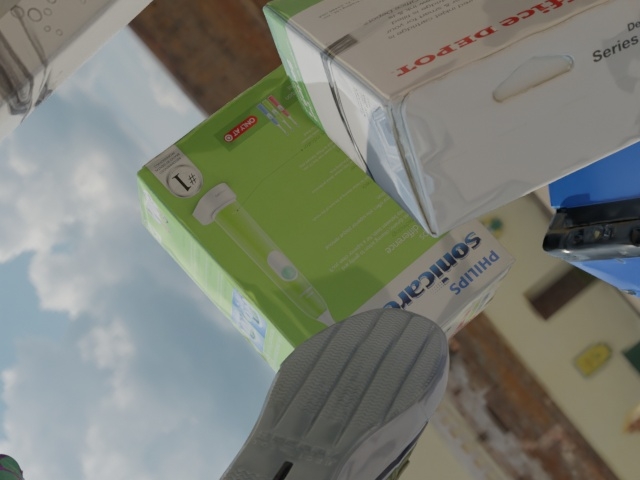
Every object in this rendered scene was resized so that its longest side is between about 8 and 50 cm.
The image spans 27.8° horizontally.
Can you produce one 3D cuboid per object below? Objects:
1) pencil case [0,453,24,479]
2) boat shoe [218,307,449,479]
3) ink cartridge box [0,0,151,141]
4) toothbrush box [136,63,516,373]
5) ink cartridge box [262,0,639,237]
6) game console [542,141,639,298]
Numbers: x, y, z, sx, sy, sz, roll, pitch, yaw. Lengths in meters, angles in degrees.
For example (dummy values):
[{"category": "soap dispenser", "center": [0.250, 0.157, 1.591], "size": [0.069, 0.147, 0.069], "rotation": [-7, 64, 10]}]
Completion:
[{"category": "pencil case", "center": [-0.362, 0.306, 1.501], "size": [0.070, 0.064, 0.152], "rotation": [1, -163, -27]}, {"category": "boat shoe", "center": [-0.001, 0.155, 0.880], "size": [0.109, 0.094, 0.302], "rotation": [18, -142, 22]}, {"category": "ink cartridge box", "center": [-0.163, -0.128, 0.446], "size": [0.207, 0.283, 0.117], "rotation": [46, 158, -11]}, {"category": "toothbrush box", "center": [0.000, 0.000, 1.183], "size": [0.283, 0.206, 0.122], "rotation": [46, 161, 14]}, {"category": "ink cartridge box", "center": [0.080, -0.108, 0.767], "size": [0.219, 0.160, 0.092], "rotation": [52, 165, 59]}, {"category": "game console", "center": [0.296, -0.057, 0.909], "size": [0.250, 0.173, 0.293], "rotation": [25, 167, -21]}]
